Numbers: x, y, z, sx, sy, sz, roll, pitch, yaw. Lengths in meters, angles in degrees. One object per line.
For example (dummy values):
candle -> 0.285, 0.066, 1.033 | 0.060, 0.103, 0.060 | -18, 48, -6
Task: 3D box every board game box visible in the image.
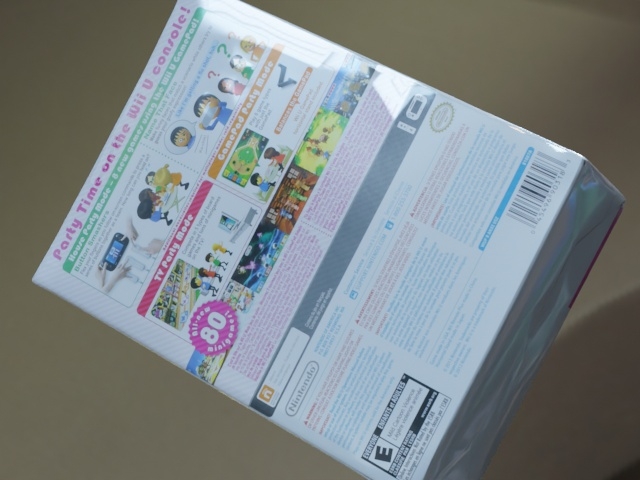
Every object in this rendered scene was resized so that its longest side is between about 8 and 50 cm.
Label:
board game box -> 0.000, 0.000, 1.126 | 0.224, 0.303, 0.097 | -62, -27, 1
